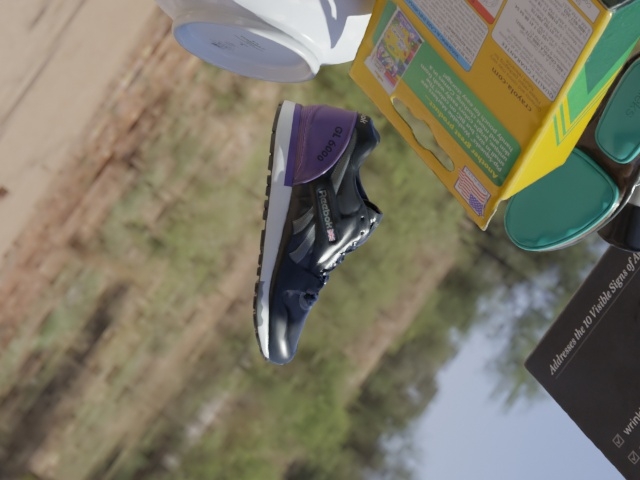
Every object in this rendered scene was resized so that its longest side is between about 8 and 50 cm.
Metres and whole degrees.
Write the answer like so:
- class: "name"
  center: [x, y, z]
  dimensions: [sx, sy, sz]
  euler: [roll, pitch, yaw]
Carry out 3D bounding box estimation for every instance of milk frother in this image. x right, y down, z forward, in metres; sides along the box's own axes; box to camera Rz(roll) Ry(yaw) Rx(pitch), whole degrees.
- class: "milk frother"
  center: [0.320, -0.078, 1.848]
  dimensions: [0.129, 0.143, 0.134]
  euler: [-88, -173, -59]

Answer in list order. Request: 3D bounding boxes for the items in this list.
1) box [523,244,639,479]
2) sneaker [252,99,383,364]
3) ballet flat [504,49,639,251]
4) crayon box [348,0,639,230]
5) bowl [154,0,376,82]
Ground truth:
- class: "box"
  center: [0.592, 0.137, 2.125]
  dimensions: [0.297, 0.472, 0.480]
  euler: [-14, 144, -47]
- class: "sneaker"
  center: [0.000, 0.000, 1.799]
  dimensions: [0.107, 0.124, 0.283]
  euler: [-73, 170, -77]
- class: "ballet flat"
  center: [0.285, -0.086, 1.643]
  dimensions: [0.096, 0.095, 0.280]
  euler: [-27, 163, -44]
- class: "crayon box"
  center: [0.147, -0.178, 1.422]
  dimensions: [0.083, 0.203, 0.323]
  euler: [-31, 161, -28]
- class: "bowl"
  center: [-0.053, -0.235, 1.594]
  dimensions: [0.298, 0.298, 0.134]
  euler: [119, -12, -77]
